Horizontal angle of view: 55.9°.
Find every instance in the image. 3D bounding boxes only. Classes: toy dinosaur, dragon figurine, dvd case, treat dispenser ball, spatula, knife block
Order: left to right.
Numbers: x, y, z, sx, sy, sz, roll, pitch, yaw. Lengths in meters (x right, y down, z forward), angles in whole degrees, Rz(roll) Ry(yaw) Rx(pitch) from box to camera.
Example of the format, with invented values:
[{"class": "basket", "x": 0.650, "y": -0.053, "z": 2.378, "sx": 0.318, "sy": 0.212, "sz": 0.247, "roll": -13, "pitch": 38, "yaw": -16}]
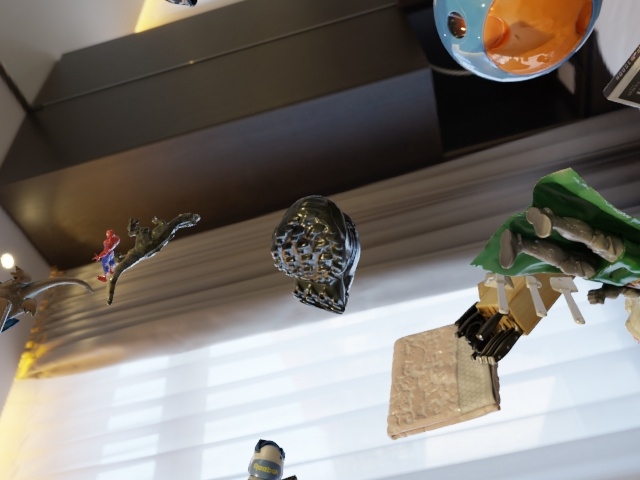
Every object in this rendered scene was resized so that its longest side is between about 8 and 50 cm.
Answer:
[{"class": "dragon figurine", "x": -0.529, "y": 0.107, "z": 0.972, "sx": 0.289, "sy": 0.144, "sz": 0.085, "roll": -25, "pitch": -88, "yaw": -50}, {"class": "toy dinosaur", "x": -0.366, "y": 0.013, "z": 1.222, "sx": 0.268, "sy": 0.118, "sz": 0.064, "roll": -50, "pitch": -45, "yaw": -29}, {"class": "treat dispenser ball", "x": 0.347, "y": -0.430, "z": 1.073, "sx": 0.288, "sy": 0.288, "sz": 0.288, "roll": -14, "pitch": -90, "yaw": -83}, {"class": "knife block", "x": 0.415, "y": 0.141, "z": 1.264, "sx": 0.088, "sy": 0.276, "sz": 0.242, "roll": 54, "pitch": -161, "yaw": -11}, {"class": "spatula", "x": 0.386, "y": 0.100, "z": 1.098, "sx": 0.242, "sy": 0.168, "sz": 0.019, "roll": -48, "pitch": -37, "yaw": -69}, {"class": "dvd case", "x": 0.664, "y": -0.306, "z": 1.083, "sx": 0.179, "sy": 0.239, "sz": 0.029, "roll": 114, "pitch": 158, "yaw": -44}]

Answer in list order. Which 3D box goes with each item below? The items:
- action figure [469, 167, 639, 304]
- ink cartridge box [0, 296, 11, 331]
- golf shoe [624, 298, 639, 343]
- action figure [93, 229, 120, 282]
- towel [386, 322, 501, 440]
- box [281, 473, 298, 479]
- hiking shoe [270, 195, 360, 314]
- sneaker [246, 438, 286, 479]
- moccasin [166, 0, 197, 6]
[{"class": "action figure", "x": 0.276, "y": 0.019, "z": 0.559, "sx": 0.137, "sy": 0.232, "sz": 0.063, "roll": 127, "pitch": 149, "yaw": -48}, {"class": "ink cartridge box", "x": -0.475, "y": 0.084, "z": 0.643, "sx": 0.193, "sy": 0.235, "sz": 0.088, "roll": -24, "pitch": 50, "yaw": 56}, {"class": "golf shoe", "x": 0.729, "y": 0.138, "z": 1.302, "sx": 0.306, "sy": 0.115, "sz": 0.140, "roll": -46, "pitch": -33, "yaw": -64}, {"class": "action figure", "x": -0.361, "y": 0.023, "z": 1.021, "sx": 0.115, "sy": 0.030, "sz": 0.038, "roll": -60, "pitch": -3, "yaw": 42}, {"class": "towel", "x": 0.322, "y": 0.352, "z": 1.612, "sx": 0.053, "sy": 0.317, "sz": 0.331, "roll": 51, "pitch": -149, "yaw": -25}, {"class": "box", "x": -0.093, "y": 0.503, "z": 1.216, "sx": 0.018, "sy": 0.083, "sz": 0.067, "roll": 67, "pitch": -162, "yaw": 7}, {"class": "hiking shoe", "x": 0.000, "y": 0.000, "z": 0.902, "sx": 0.304, "sy": 0.113, "sz": 0.132, "roll": 86, "pitch": -160, "yaw": -64}, {"class": "sneaker", "x": -0.074, "y": 0.314, "z": 0.862, "sx": 0.144, "sy": 0.053, "sz": 0.059, "roll": 121, "pitch": 162, "yaw": -77}, {"class": "moccasin", "x": -0.287, "y": -0.628, "z": 1.274, "sx": 0.342, "sy": 0.117, "sz": 0.137, "roll": 144, "pitch": 150, "yaw": -73}]
